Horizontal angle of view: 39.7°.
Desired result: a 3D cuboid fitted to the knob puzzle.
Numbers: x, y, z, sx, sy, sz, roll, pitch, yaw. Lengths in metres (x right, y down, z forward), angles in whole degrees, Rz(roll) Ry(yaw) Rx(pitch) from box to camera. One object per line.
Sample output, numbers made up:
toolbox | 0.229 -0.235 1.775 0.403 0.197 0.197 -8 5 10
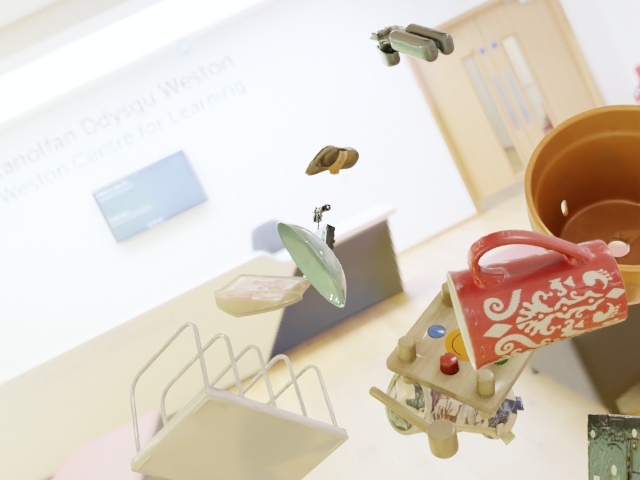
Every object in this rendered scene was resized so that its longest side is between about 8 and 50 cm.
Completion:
knob puzzle | -0.126 0.119 1.787 0.213 0.029 0.213 -5 19 2

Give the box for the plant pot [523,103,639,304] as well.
plant pot | 0.462 -0.032 1.353 0.291 0.290 0.203 -26 -34 -2

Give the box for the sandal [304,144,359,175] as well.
sandal | 0.036 -0.168 1.931 0.180 0.049 0.072 -11 -44 -52

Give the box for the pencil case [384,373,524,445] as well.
pencil case | 0.340 0.423 2.261 0.410 0.183 0.160 13 -60 -41

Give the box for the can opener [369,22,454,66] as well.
can opener | 0.190 -0.400 1.852 0.076 0.095 0.283 -25 28 -12

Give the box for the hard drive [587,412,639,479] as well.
hard drive | 0.653 0.544 1.890 0.064 0.338 0.237 5 -11 -10

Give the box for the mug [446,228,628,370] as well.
mug | 0.230 0.058 0.939 0.169 0.113 0.150 -15 -25 3

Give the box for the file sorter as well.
file sorter | -0.138 0.269 1.398 0.193 0.278 0.173 -46 40 23

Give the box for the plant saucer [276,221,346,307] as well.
plant saucer | -0.006 0.035 1.612 0.037 0.195 0.195 -37 8 -14

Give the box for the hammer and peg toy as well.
hammer and peg toy | 0.269 0.252 1.826 0.266 0.127 0.361 21 50 31

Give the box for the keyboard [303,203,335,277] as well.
keyboard | 0.000 0.000 2.254 0.033 0.201 0.317 5 -8 -10
